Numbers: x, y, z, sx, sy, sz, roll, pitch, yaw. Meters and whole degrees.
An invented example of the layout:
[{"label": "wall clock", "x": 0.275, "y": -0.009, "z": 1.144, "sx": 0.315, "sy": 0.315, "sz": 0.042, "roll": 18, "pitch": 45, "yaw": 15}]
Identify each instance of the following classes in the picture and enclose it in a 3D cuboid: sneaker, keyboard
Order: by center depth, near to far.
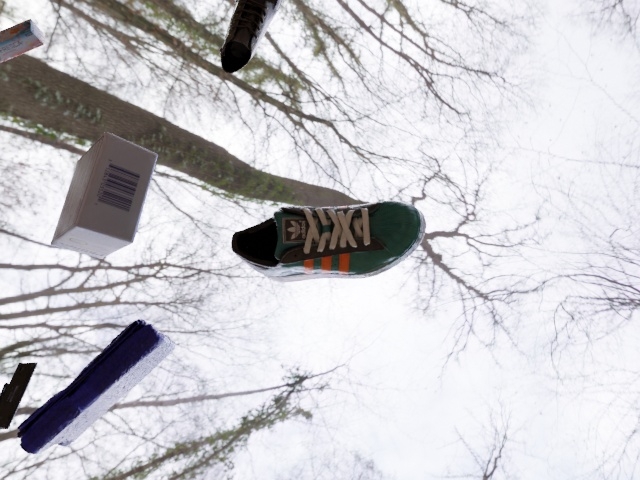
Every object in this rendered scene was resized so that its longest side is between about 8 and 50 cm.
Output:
[{"label": "sneaker", "x": 0.000, "y": 0.000, "z": 0.761, "sx": 0.302, "sy": 0.121, "sz": 0.108, "roll": -14, "pitch": -113, "yaw": 30}, {"label": "sneaker", "x": -0.120, "y": -0.414, "z": 0.937, "sx": 0.083, "sy": 0.118, "sz": 0.222, "roll": 18, "pitch": -56, "yaw": -13}, {"label": "keyboard", "x": -0.835, "y": 0.419, "z": 1.390, "sx": 0.108, "sy": 0.023, "sz": 0.180, "roll": -8, "pitch": -127, "yaw": 26}]

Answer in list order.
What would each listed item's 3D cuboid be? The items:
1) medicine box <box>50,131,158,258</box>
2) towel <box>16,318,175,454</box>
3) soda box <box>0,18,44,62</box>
[{"label": "medicine box", "x": -0.595, "y": -0.112, "z": 1.402, "sx": 0.289, "sy": 0.149, "sz": 0.263, "roll": -15, "pitch": -120, "yaw": 50}, {"label": "towel", "x": -0.446, "y": 0.291, "z": 1.049, "sx": 0.308, "sy": 0.227, "sz": 0.076, "roll": -43, "pitch": -97, "yaw": -18}, {"label": "soda box", "x": -0.952, "y": -0.609, "z": 1.576, "sx": 0.183, "sy": 0.063, "sz": 0.058, "roll": -21, "pitch": -117, "yaw": 3}]
